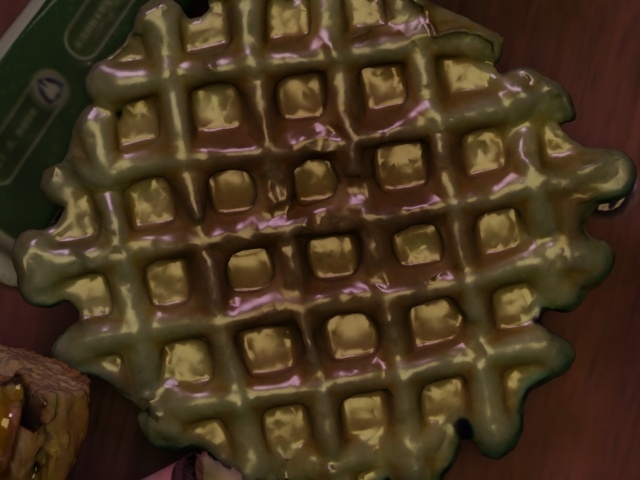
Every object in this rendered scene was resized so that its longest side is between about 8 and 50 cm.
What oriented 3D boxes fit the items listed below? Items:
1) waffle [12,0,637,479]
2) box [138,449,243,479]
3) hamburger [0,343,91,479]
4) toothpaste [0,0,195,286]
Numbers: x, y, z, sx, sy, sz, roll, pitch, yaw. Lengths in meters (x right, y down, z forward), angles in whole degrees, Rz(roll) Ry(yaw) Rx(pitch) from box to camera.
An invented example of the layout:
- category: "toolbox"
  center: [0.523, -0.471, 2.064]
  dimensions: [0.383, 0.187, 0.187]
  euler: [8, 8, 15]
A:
- category: "waffle"
  center: [0.000, 0.000, 0.954]
  dimensions: [0.309, 0.056, 0.292]
  euler: [31, 97, -10]
- category: "box"
  center: [-0.086, 0.191, 0.909]
  dimensions: [0.135, 0.151, 0.151]
  euler: [-31, 91, 12]
- category: "hamburger"
  center: [-0.213, 0.108, 0.910]
  dimensions: [0.207, 0.135, 0.155]
  euler: [5, 95, 14]
- category: "toothpaste"
  center: [-0.096, -0.152, 0.958]
  dimensions: [0.098, 0.061, 0.392]
  euler: [37, 101, -2]
